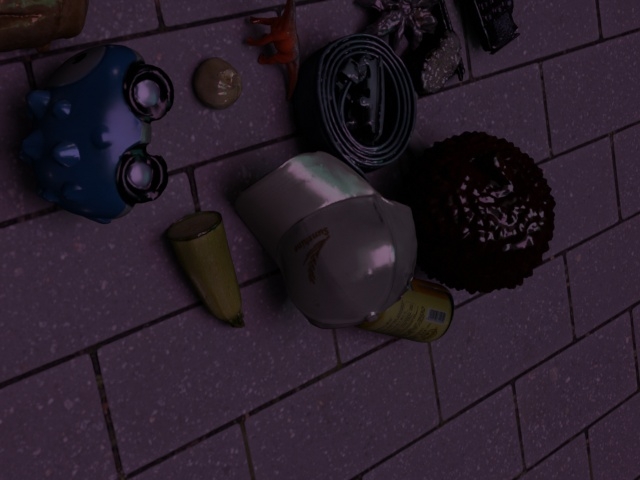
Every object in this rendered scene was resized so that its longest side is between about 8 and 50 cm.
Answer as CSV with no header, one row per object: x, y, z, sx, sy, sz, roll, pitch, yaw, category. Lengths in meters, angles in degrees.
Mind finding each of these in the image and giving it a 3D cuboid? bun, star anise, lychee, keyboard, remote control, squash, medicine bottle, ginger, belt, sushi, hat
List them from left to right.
-0.450,-0.308,1.486,0.354,0.126,0.190,-39,139,-38,ginger
-0.169,0.060,1.825,0.094,0.094,0.224,-44,128,-33,squash
-0.161,-0.254,1.820,0.086,0.054,0.086,-4,95,-45,bun
0.002,-0.001,1.843,0.301,0.257,0.168,45,20,-29,hat
0.066,-0.227,1.956,0.206,0.116,0.268,-5,84,-29,belt
0.134,0.119,2.087,0.238,0.124,0.124,18,81,-44,medicine bottle
0.148,-0.437,2.086,0.204,0.061,0.181,-11,93,-24,star anise
0.209,-0.340,2.156,0.150,0.078,0.090,-58,134,-26,sushi
0.252,-0.412,2.216,0.060,0.018,0.196,-70,143,-63,keyboard
0.303,-0.576,2.240,0.144,0.062,0.399,-39,117,-36,remote control
0.289,-0.050,2.102,0.306,0.306,0.330,-44,165,-33,lychee

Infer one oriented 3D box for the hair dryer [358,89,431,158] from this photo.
0.165,-0.190,2.146,0.236,0.073,0.131,45,64,-47,hair dryer

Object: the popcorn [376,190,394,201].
0.075,-0.030,2.007,0.167,0.148,0.152,55,35,-44,popcorn

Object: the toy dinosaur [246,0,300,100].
-0.072,-0.350,1.860,0.280,0.101,0.055,70,31,-49,toy dinosaur

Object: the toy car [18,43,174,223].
-0.328,-0.154,1.577,0.190,0.188,0.255,6,91,-38,toy car
